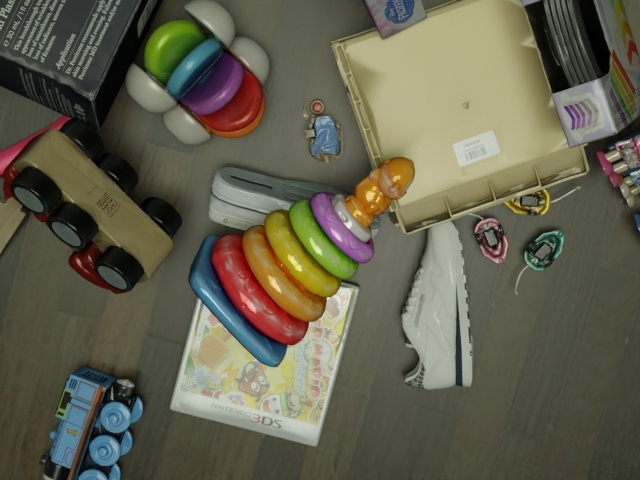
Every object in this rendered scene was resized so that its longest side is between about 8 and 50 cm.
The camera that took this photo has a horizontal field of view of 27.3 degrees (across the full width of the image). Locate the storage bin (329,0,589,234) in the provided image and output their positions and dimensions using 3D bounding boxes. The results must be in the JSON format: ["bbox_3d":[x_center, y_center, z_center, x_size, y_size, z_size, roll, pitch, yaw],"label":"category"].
[{"bbox_3d":[0.178,-0.172,1.670,0.262,0.123,0.260,-19,97,2],"label":"storage bin"}]

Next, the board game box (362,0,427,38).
[{"bbox_3d":[0.005,-0.427,1.492,0.066,0.318,0.318,-27,71,5],"label":"board game box"}]

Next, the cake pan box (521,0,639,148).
[{"bbox_3d":[0.316,-0.252,1.591,0.070,0.267,0.245,-18,94,27],"label":"cake pan box"}]

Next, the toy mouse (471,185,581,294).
[{"bbox_3d":[0.260,-0.001,1.735,0.161,0.031,0.143,0,97,1],"label":"toy mouse"}]

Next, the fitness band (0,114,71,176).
[{"bbox_3d":[-0.424,-0.195,1.707,0.291,0.054,0.209,-28,99,4],"label":"fitness band"}]

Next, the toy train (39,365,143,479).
[{"bbox_3d":[-0.306,0.260,1.749,0.105,0.080,0.184,21,99,7],"label":"toy train"}]

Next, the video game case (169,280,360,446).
[{"bbox_3d":[-0.075,0.143,1.756,0.206,0.026,0.227,15,96,-2],"label":"video game case"}]

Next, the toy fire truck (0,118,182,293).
[{"bbox_3d":[-0.336,-0.014,1.690,0.217,0.246,0.158,45,60,-19],"label":"toy fire truck"}]

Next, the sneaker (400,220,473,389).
[{"bbox_3d":[0.148,0.081,1.722,0.095,0.090,0.235,-2,95,10],"label":"sneaker"}]

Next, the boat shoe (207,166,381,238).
[{"bbox_3d":[-0.037,-0.032,1.719,0.226,0.083,0.075,19,124,-1],"label":"boat shoe"}]

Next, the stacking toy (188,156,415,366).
[{"bbox_3d":[0.000,0.000,1.611,0.302,0.175,0.166,-39,104,15],"label":"stacking toy"}]

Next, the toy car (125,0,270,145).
[{"bbox_3d":[-0.138,-0.195,1.637,0.159,0.136,0.182,-47,135,0],"label":"toy car"}]

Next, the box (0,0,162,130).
[{"bbox_3d":[-0.338,-0.361,1.584,0.313,0.179,0.343,25,81,-3],"label":"box"}]

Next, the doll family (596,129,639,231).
[{"bbox_3d":[0.443,-0.112,1.652,0.163,0.263,0.118,-25,54,16],"label":"doll family"}]

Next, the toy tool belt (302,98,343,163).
[{"bbox_3d":[0.002,-0.142,1.709,0.052,0.051,0.083,-10,96,1],"label":"toy tool belt"}]
